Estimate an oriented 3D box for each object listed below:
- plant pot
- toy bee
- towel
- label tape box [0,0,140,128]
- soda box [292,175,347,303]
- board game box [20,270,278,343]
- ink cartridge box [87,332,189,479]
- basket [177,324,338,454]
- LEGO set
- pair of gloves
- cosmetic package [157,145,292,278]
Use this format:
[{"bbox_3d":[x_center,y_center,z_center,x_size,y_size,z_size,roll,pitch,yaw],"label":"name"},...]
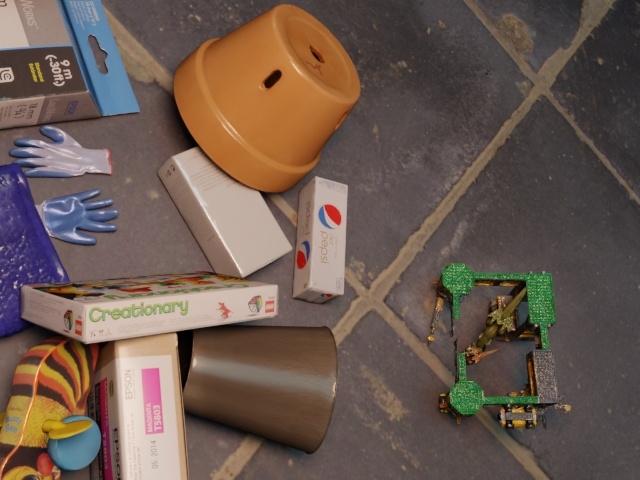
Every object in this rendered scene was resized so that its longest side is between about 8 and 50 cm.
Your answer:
[{"bbox_3d":[-0.070,-0.255,1.243,0.291,0.203,0.291,34,37,-30],"label":"plant pot"},{"bbox_3d":[-0.364,0.265,0.933,0.162,0.195,0.298,15,53,-52],"label":"toy bee"},{"bbox_3d":[-0.513,0.047,0.989,0.308,0.076,0.227,-26,102,-36],"label":"towel"},{"bbox_3d":[-0.463,-0.308,1.150,0.334,0.106,0.240,-15,78,-33],"label":"label tape box"},{"bbox_3d":[0.000,0.000,1.320,0.069,0.074,0.216,15,65,-25],"label":"soda box"},{"bbox_3d":[-0.237,0.087,1.044,0.305,0.193,0.053,-3,97,-44],"label":"board game box"},{"bbox_3d":[-0.255,0.258,1.005,0.088,0.193,0.234,1,71,-29],"label":"ink cartridge box"},{"bbox_3d":[-0.108,0.214,1.138,0.227,0.154,0.204,13,68,-21],"label":"basket"},{"bbox_3d":[0.330,0.204,1.406,0.255,0.192,0.331,-8,70,-1],"label":"LEGO set"},{"bbox_3d":[-0.402,-0.088,1.156,0.159,0.023,0.198,0,72,-30],"label":"pair of gloves"},{"bbox_3d":[-0.161,-0.049,1.242,0.117,0.085,0.231,-28,89,-35],"label":"cosmetic package"}]
